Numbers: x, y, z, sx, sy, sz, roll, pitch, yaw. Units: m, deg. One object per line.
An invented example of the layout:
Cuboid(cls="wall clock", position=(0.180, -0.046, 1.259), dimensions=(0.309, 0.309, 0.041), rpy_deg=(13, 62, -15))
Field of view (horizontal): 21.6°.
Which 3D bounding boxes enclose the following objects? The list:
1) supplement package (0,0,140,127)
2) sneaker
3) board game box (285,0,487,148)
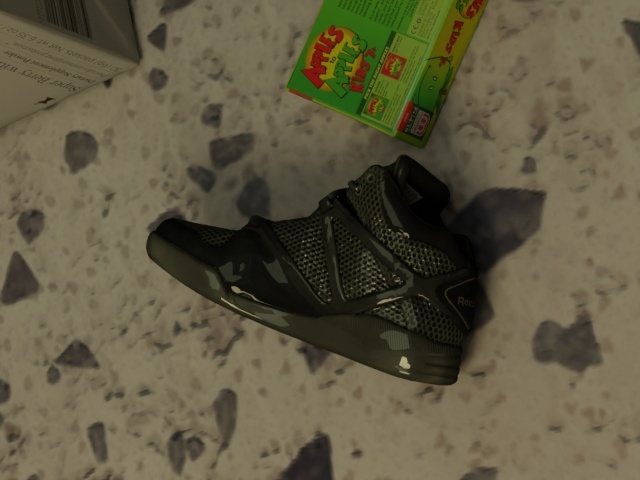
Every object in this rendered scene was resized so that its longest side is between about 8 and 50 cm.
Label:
Cuboid(cls="supplement package", position=(-0.309, -0.170, 1.221), dimensions=(0.293, 0.177, 0.175), rpy_deg=(-20, 72, 27))
Cuboid(cls="sneaker", position=(0.000, 0.000, 1.066), dimensions=(0.227, 0.087, 0.130), rpy_deg=(17, 89, 29))
Cuboid(cls="board game box", position=(0.057, -0.161, 1.081), dimensions=(0.092, 0.043, 0.181), rpy_deg=(26, 95, 32))
